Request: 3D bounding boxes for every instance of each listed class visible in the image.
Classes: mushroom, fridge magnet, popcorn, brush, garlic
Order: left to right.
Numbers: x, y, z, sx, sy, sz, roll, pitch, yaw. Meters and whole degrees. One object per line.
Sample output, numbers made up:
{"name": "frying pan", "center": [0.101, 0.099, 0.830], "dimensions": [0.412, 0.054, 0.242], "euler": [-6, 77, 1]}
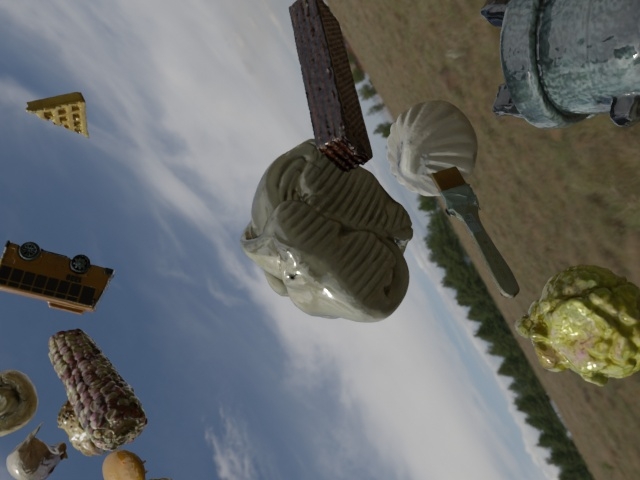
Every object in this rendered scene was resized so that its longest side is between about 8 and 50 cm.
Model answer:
{"name": "mushroom", "center": [-0.697, 0.355, 1.113], "dimensions": [0.148, 0.148, 0.112], "euler": [59, 155, -1]}
{"name": "garlic", "center": [-0.722, 0.539, 1.283], "dimensions": [0.090, 0.128, 0.198], "euler": [29, 144, 21]}
{"name": "fridge magnet", "center": [-0.569, 0.674, 1.479], "dimensions": [0.143, 0.143, 0.063], "euler": [60, -162, 3]}
{"name": "brush", "center": [0.339, -0.025, 1.104], "dimensions": [0.020, 0.085, 0.337], "euler": [98, 154, -59]}
{"name": "popcorn", "center": [0.553, 0.168, 1.048], "dimensions": [0.212, 0.259, 0.259], "euler": [-8, -119, -34]}

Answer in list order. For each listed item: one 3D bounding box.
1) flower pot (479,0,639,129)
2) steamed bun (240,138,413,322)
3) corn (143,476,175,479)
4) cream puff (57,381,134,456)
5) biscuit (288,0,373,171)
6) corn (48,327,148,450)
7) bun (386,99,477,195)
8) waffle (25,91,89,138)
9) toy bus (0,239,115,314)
{"name": "flower pot", "center": [0.429, -0.308, 0.815], "dimensions": [0.282, 0.299, 0.299], "euler": [15, 151, 52]}
{"name": "steamed bun", "center": [0.000, 0.000, 1.066], "dimensions": [0.367, 0.255, 0.342], "euler": [43, -132, -11]}
{"name": "corn", "center": [-0.284, 0.604, 1.115], "dimensions": [0.305, 0.106, 0.106], "euler": [48, -163, -37]}
{"name": "cream puff", "center": [-0.515, 0.396, 1.164], "dimensions": [0.189, 0.129, 0.189], "euler": [6, -90, -85]}
{"name": "biscuit", "center": [0.016, -0.312, 0.985], "dimensions": [0.107, 0.073, 0.389], "euler": [30, -138, -53]}
{"name": "corn", "center": [-0.390, 0.242, 0.875], "dimensions": [0.280, 0.092, 0.092], "euler": [37, 178, 36]}
{"name": "bun", "center": [0.267, -0.232, 1.348], "dimensions": [0.175, 0.263, 0.263], "euler": [-23, -99, -45]}
{"name": "waffle", "center": [-0.583, -0.262, 1.136], "dimensions": [0.032, 0.125, 0.191], "euler": [62, 151, 5]}
{"name": "toy bus", "center": [-0.527, 0.078, 1.016], "dimensions": [0.200, 0.098, 0.114], "euler": [18, -106, -18]}
